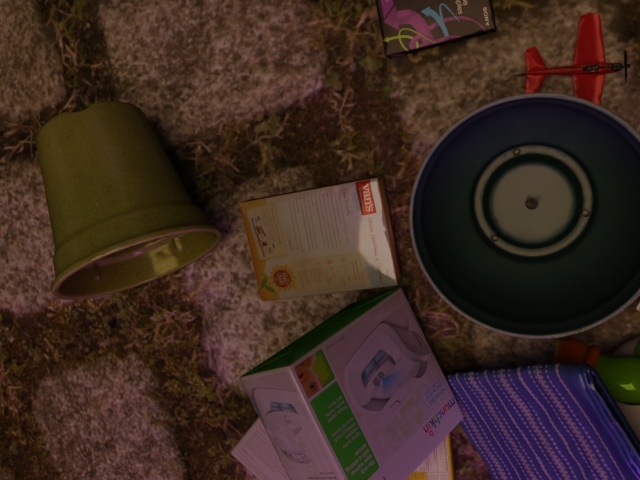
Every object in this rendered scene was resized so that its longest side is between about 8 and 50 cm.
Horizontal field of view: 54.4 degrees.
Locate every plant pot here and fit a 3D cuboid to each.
[{"bbox_3d":[-0.334,-0.073,1.012,0.276,0.276,0.254,-27,80,22],"label":"plant pot"},{"bbox_3d":[0.279,-0.041,0.824,0.293,0.196,0.293,3,101,18],"label":"plant pot"}]

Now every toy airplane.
[{"bbox_3d":[0.342,-0.235,0.853,0.151,0.028,0.151,3,100,18],"label":"toy airplane"}]

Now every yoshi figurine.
[{"bbox_3d":[0.482,0.254,0.805,0.362,0.203,0.203,7,103,21],"label":"yoshi figurine"}]

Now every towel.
[{"bbox_3d":[0.302,0.283,0.852,0.243,0.040,0.336,59,153,1],"label":"towel"}]

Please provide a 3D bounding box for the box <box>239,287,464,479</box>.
[{"bbox_3d":[0.052,0.233,0.911,0.126,0.262,0.231,-25,91,47],"label":"box"}]

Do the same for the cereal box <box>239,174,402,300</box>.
[{"bbox_3d":[0.000,0.000,1.007,0.240,0.047,0.173,-8,98,20],"label":"cereal box"}]

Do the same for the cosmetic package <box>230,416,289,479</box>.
[{"bbox_3d":[-0.039,0.311,1.064,0.117,0.085,0.231,41,108,7],"label":"cosmetic package"}]

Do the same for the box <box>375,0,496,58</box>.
[{"bbox_3d":[0.162,-0.339,0.894,0.162,0.029,0.116,-9,97,19],"label":"box"}]

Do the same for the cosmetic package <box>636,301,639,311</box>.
[{"bbox_3d":[0.535,0.116,0.784,0.239,0.099,0.060,31,109,30],"label":"cosmetic package"}]

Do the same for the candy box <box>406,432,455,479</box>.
[{"bbox_3d":[0.167,0.413,1.007,0.105,0.027,0.206,-6,78,18],"label":"candy box"}]
